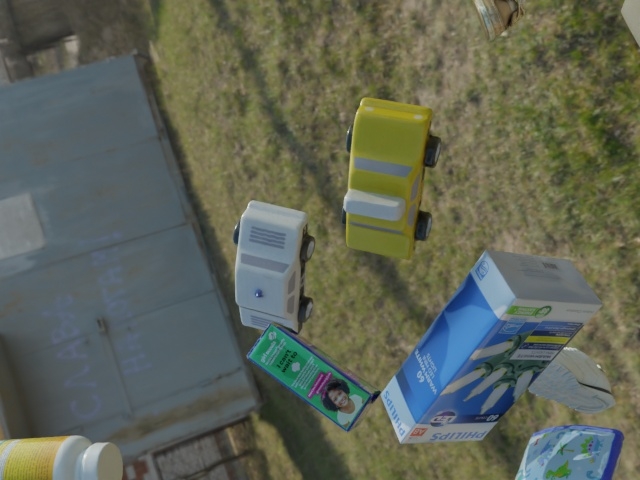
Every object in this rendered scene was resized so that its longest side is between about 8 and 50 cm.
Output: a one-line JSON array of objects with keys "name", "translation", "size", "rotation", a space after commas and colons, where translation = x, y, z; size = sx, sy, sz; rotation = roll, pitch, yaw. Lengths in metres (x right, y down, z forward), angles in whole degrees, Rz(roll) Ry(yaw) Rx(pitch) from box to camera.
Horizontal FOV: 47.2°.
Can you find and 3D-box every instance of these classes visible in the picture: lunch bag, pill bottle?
[{"name": "lunch bag", "translation": [0.308, 0.300, 0.896], "size": [0.096, 0.129, 0.151], "rotation": [29, 153, 1]}, {"name": "pill bottle", "translation": [-0.439, 0.382, 1.200], "size": [0.117, 0.208, 0.118], "rotation": [-6, -90, -79]}]

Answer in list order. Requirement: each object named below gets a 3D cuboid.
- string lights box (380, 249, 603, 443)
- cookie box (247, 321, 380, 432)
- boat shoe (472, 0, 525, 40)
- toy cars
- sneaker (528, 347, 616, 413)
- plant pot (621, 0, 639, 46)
[{"name": "string lights box", "translation": [0.192, 0.133, 0.863], "size": [0.260, 0.133, 0.077], "rotation": [-62, 35, 34]}, {"name": "cookie box", "translation": [-0.003, 0.120, 0.650], "size": [0.107, 0.040, 0.092], "rotation": [33, 177, 13]}, {"name": "boat shoe", "translation": [0.227, -0.295, 0.917], "size": [0.063, 0.059, 0.170], "rotation": [65, -157, -20]}, {"name": "toy cars", "translation": [0.000, 0.000, 0.860], "size": [0.176, 0.087, 0.393], "rotation": [46, 125, -7]}, {"name": "sneaker", "translation": [0.434, 0.232, 1.316], "size": [0.090, 0.235, 0.095], "rotation": [-32, 39, 39]}, {"name": "plant pot", "translation": [0.310, -0.196, 0.588], "size": [0.096, 0.109, 0.109], "rotation": [49, 178, 17]}]
